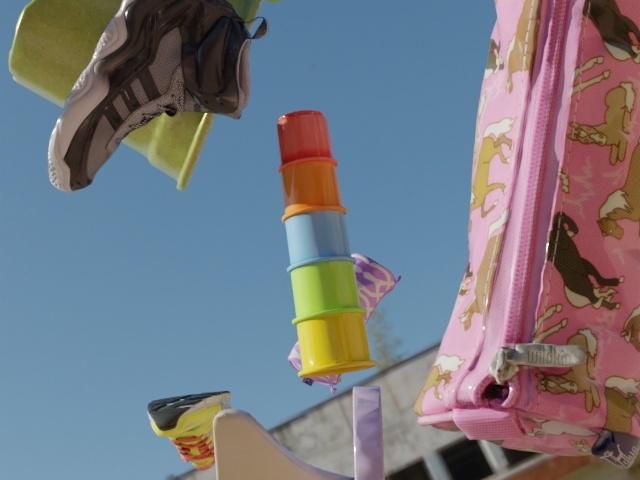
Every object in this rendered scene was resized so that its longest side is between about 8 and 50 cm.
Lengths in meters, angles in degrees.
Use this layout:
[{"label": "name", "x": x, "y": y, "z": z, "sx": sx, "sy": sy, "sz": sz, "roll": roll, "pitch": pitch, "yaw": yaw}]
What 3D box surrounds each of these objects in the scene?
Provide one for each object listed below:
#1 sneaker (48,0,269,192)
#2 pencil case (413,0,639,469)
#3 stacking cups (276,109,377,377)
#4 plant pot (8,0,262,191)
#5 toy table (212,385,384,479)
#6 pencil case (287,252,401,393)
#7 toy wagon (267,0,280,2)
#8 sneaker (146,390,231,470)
[{"label": "sneaker", "x": -0.161, "y": -0.140, "z": 1.073, "sx": 0.268, "sy": 0.153, "sz": 0.101, "roll": -59, "pitch": 2, "yaw": 12}, {"label": "pencil case", "x": 0.168, "y": -0.048, "z": 0.732, "sx": 0.160, "sy": 0.386, "sz": 0.167, "roll": 13, "pitch": -8, "yaw": -17}, {"label": "stacking cups", "x": 0.000, "y": 0.000, "z": 1.263, "sx": 0.096, "sy": 0.316, "sz": 0.096, "roll": -7, "pitch": -9, "yaw": -1}, {"label": "plant pot", "x": -0.235, "y": -0.236, "z": 1.320, "sx": 0.254, "sy": 0.276, "sz": 0.276, "roll": 23, "pitch": -37, "yaw": -8}, {"label": "toy table", "x": -0.016, "y": 0.281, "z": 1.021, "sx": 0.161, "sy": 0.274, "sz": 0.252, "roll": -3, "pitch": -9, "yaw": 2}, {"label": "pencil case", "x": 0.033, "y": 0.120, "z": 1.566, "sx": 0.206, "sy": 0.088, "sz": 0.086, "roll": -60, "pitch": -11, "yaw": -13}, {"label": "toy wagon", "x": -0.175, "y": -0.494, "z": 1.664, "sx": 0.344, "sy": 0.267, "sz": 0.068, "roll": 2, "pitch": -31, "yaw": -11}, {"label": "sneaker", "x": -0.147, "y": 0.232, "z": 1.284, "sx": 0.081, "sy": 0.094, "sz": 0.208, "roll": -8, "pitch": -9, "yaw": 12}]
